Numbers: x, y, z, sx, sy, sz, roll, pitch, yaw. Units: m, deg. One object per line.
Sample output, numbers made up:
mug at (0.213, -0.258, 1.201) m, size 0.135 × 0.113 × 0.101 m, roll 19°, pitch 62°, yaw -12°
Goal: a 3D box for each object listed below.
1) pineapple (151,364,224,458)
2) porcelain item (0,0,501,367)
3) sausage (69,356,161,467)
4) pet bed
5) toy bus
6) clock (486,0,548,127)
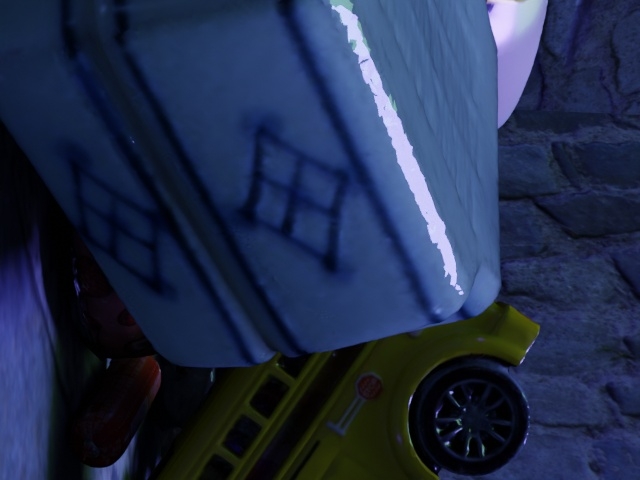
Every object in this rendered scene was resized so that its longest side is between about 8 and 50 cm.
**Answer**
pineapple at (-0.061, 0.132, 1.052) m, size 0.170 × 0.141 × 0.310 m, roll -58°, pitch -171°, yaw 37°
porcelain item at (-0.027, -0.110, 0.617) m, size 0.286 × 0.157 × 0.281 m, roll 63°, pitch 25°, yaw -44°
sausage at (-0.115, 0.095, 0.795) m, size 0.129 × 0.034 × 0.034 m, roll -75°, pitch 167°, yaw -76°
pet bed at (-0.101, -0.028, 0.770) m, size 0.201 × 0.053 × 0.201 m, roll -177°, pitch -90°, yaw -89°
toy bus at (-0.026, 0.149, 0.766) m, size 0.331 × 0.151 × 0.145 m, roll -55°, pitch -176°, yaw 0°
clock at (0.037, -0.221, 1.308) m, size 0.377 × 0.250 × 0.368 m, roll 120°, pitch -27°, yaw -68°
